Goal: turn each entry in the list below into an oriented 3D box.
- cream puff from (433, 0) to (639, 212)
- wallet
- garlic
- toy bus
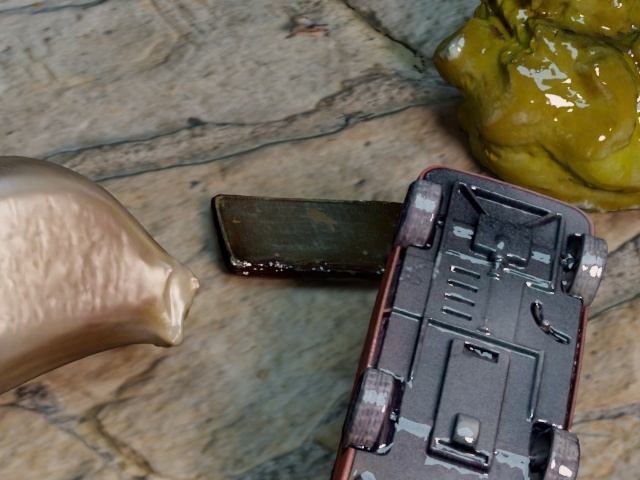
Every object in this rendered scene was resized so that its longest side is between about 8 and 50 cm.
[{"bbox_3d":[0.314,-0.224,1.985,0.378,0.275,0.378,11,45,-11],"label":"cream puff"},{"bbox_3d":[0.000,0.000,1.832,0.232,0.031,0.122,3,42,-18],"label":"wallet"},{"bbox_3d":[-0.316,0.047,1.607,0.340,0.231,0.246,-31,106,-21],"label":"garlic"},{"bbox_3d":[0.126,0.143,1.595,0.203,0.233,0.427,18,46,-1],"label":"toy bus"}]
